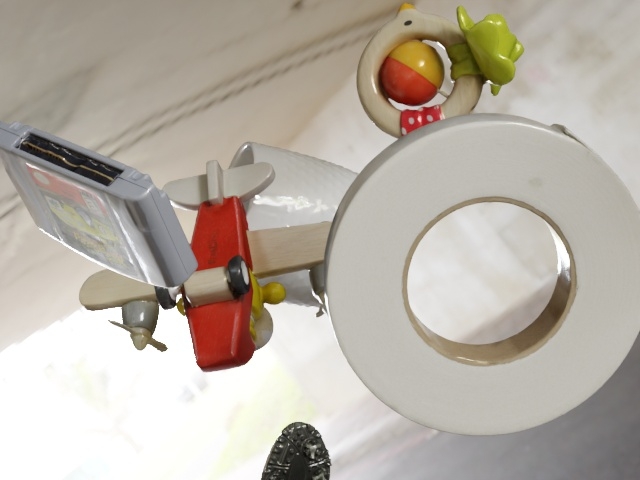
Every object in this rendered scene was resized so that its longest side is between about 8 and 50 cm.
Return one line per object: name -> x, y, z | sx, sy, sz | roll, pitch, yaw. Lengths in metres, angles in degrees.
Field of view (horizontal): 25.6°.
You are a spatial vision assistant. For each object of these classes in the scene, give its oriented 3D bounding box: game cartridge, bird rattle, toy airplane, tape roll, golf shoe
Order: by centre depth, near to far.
golf shoe -> -0.037, 0.268, 1.468 | 0.077, 0.198, 0.094 | -3, 22, -19
tape roll -> 0.197, 0.040, 1.675 | 0.392, 0.392, 0.072 | -39, 12, 6
bird rattle -> 0.142, -0.188, 1.792 | 0.253, 0.207, 0.143 | -60, -21, 15
game cartridge -> -0.298, -0.042, 1.852 | 0.060, 0.294, 0.196 | -51, -37, -23
toy airplane -> -0.148, 0.055, 2.276 | 0.386, 0.272, 0.384 | 21, 51, 42

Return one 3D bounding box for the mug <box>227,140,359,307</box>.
mug -> 0.000, 0.000, 2.528 | 0.374, 0.328, 0.276 | -134, 59, -71
